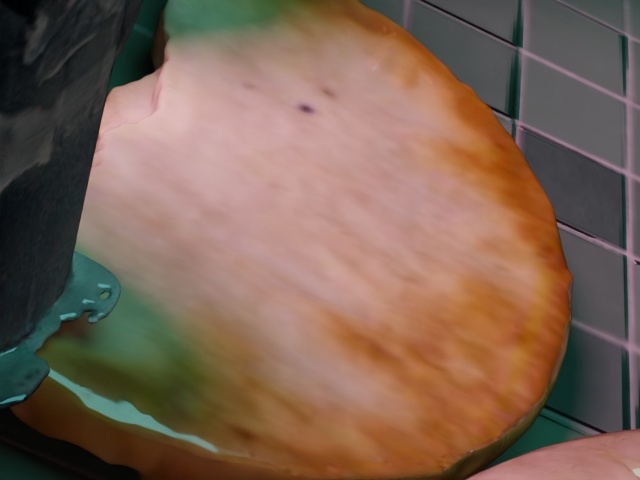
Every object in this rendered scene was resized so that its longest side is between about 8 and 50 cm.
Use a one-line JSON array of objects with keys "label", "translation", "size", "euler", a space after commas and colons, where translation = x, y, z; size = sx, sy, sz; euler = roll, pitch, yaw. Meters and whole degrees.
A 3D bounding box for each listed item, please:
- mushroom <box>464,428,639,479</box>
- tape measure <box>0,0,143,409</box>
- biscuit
[{"label": "mushroom", "translation": [0.134, 0.151, 0.514], "size": [0.260, 0.234, 0.254], "euler": [7, 47, -32]}, {"label": "tape measure", "translation": [-0.169, -0.107, 0.561], "size": [0.275, 0.256, 0.147], "euler": [30, 42, 14]}, {"label": "biscuit", "translation": [0.000, 0.000, 0.752], "size": [0.205, 0.040, 0.309], "euler": [27, 37, -7]}]
